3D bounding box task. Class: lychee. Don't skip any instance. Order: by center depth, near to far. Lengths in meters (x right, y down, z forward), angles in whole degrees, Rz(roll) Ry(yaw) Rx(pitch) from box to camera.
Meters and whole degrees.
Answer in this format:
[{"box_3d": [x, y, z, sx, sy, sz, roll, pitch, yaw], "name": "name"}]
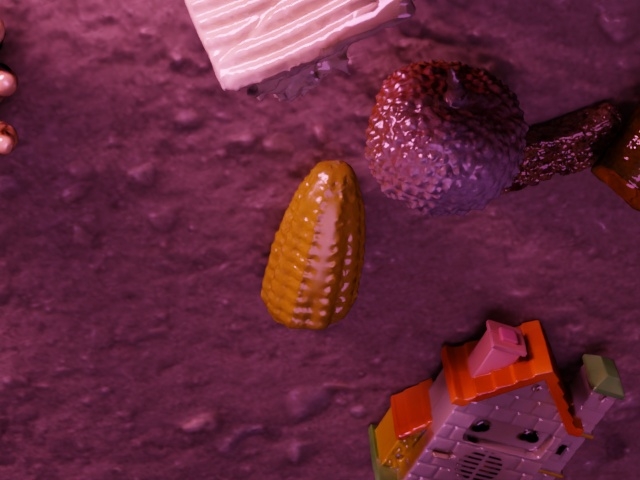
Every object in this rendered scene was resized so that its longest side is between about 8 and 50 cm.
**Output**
[{"box_3d": [0.126, -0.106, 1.616, 0.165, 0.165, 0.197, 8, 144, -11], "name": "lychee"}]

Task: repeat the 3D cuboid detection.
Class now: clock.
[{"box_3d": [0.214, 0.209, 1.969, 0.219, 0.106, 0.255, 17, 126, -20], "name": "clock"}]

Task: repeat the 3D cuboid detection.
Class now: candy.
[{"box_3d": [0.000, 0.000, 1.761, 0.106, 0.094, 0.199, 9, 127, -4], "name": "candy"}]

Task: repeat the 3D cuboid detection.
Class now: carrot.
[{"box_3d": [0.351, -0.113, 1.657, 0.082, 0.082, 0.173, 29, 102, -27], "name": "carrot"}]

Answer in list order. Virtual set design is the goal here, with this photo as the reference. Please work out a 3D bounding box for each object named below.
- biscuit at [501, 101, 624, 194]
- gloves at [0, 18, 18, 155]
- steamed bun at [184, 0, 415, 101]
[{"box_3d": [0.227, -0.091, 1.724, 0.199, 0.034, 0.064, -16, 133, 12], "name": "biscuit"}, {"box_3d": [-0.389, -0.119, 1.585, 0.197, 0.152, 0.301, 9, 129, -41], "name": "gloves"}, {"box_3d": [0.030, -0.280, 1.418, 0.290, 0.274, 0.272, -34, 169, 29], "name": "steamed bun"}]
